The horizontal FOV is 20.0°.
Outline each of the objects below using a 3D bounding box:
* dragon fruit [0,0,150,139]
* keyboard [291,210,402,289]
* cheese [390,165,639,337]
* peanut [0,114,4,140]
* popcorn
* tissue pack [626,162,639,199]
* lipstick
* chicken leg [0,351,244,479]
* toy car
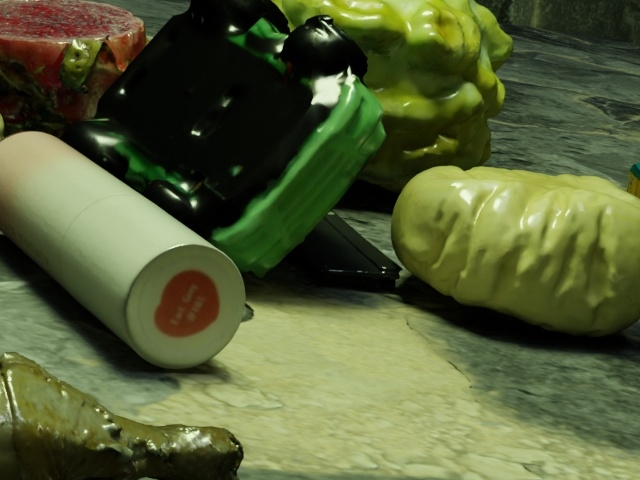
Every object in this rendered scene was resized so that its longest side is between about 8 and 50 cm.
[{"bbox_3d":[-0.273,-0.160,1.823,0.211,0.147,0.282,-7,20,-24],"label":"dragon fruit"},{"bbox_3d":[0.000,0.001,1.570,0.072,0.023,0.231,1,16,-18],"label":"keyboard"},{"bbox_3d":[0.163,0.000,1.488,0.214,0.117,0.226,9,10,-16],"label":"cheese"},{"bbox_3d":[-0.331,-0.069,1.411,0.123,0.123,0.256,13,17,9],"label":"peanut"},{"bbox_3d":[0.044,-0.181,1.833,0.312,0.312,0.312,10,13,-2],"label":"popcorn"},{"bbox_3d":[0.372,-0.018,1.806,0.120,0.082,0.169,9,13,-3],"label":"tissue pack"},{"bbox_3d":[-0.159,-0.002,1.298,0.087,0.087,0.327,3,14,-28],"label":"lipstick"},{"bbox_3d":[-0.121,0.103,0.931,0.198,0.069,0.085,10,12,-33],"label":"chicken leg"},{"bbox_3d":[-0.074,-0.090,1.529,0.176,0.213,0.359,44,-6,-37],"label":"toy car"}]
